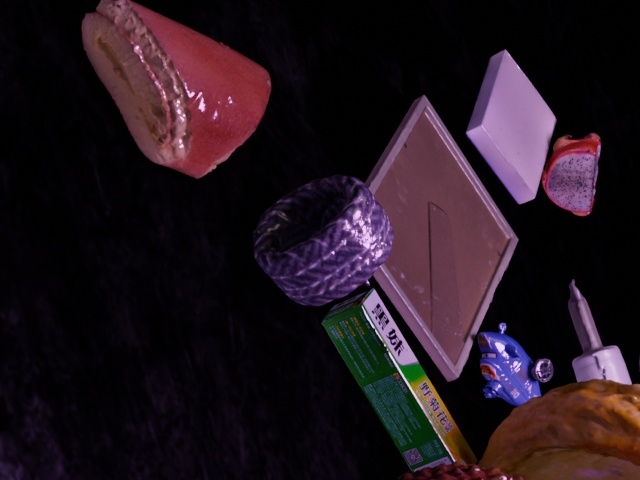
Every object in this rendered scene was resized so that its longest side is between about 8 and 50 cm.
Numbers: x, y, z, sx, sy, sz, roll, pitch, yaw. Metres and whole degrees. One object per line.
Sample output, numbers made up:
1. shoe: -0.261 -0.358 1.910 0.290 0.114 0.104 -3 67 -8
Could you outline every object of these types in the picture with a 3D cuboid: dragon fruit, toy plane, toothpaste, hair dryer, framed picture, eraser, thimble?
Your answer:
1. dragon fruit: 0.265 -0.074 2.009 0.056 0.060 0.083 -75 166 -52
2. toy plane: 0.191 0.147 1.760 0.062 0.054 0.167 -48 113 -23
3. toothpaste: 0.068 0.127 1.590 0.178 0.043 0.037 59 32 -10
4. hair dryer: 0.284 0.201 1.789 0.173 0.107 0.357 28 41 -64
5. framed picture: 0.107 -0.007 1.769 0.184 0.016 0.250 54 34 -17
6. eraser: 0.201 -0.119 1.977 0.104 0.023 0.150 51 35 -22
7. thimble: 0.002 0.000 1.521 0.066 0.104 0.095 52 37 -34

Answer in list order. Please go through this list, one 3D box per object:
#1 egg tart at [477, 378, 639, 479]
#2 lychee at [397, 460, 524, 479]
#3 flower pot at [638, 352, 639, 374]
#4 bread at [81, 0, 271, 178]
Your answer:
1. egg tart: 0.268 0.221 1.588 0.294 0.294 0.123 56 49 -14
2. lychee: 0.115 0.255 1.435 0.188 0.188 0.188 35 43 -40
3. flower pot: 0.455 0.115 1.989 0.195 0.246 0.246 59 21 -62
4. bread: -0.100 -0.113 1.483 0.192 0.067 0.119 16 56 -51
